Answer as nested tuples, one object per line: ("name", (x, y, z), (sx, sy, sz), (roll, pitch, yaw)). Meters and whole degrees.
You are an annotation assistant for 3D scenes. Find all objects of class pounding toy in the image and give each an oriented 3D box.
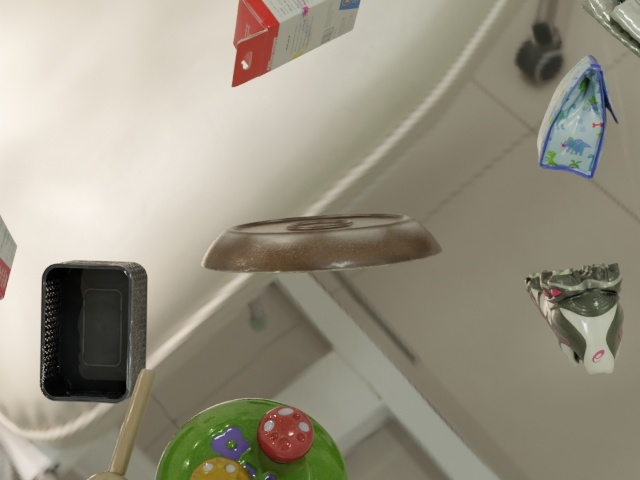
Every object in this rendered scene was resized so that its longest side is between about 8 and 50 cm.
("pounding toy", (-0.087, 0.202, 1.286), (0.236, 0.110, 0.183), (17, 59, 7))

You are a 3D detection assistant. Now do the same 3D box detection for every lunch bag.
("lunch bag", (0.356, -0.175, 1.955), (0.096, 0.129, 0.151), (12, 106, 3))

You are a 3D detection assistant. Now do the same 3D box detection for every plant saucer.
("plant saucer", (0.000, 0.000, 1.830), (0.310, 0.310, 0.050), (-3, 95, 18))

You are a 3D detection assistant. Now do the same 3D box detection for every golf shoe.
("golf shoe", (0.296, 0.087, 1.649), (0.105, 0.273, 0.120), (-9, 89, 8))

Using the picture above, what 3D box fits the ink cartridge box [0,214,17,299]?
("ink cartridge box", (-0.335, -0.023, 1.266), (0.063, 0.150, 0.109), (-20, 26, 6))

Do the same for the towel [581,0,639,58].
("towel", (0.561, -0.300, 1.970), (0.324, 0.056, 0.312), (44, 56, 15))

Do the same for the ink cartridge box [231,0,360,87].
("ink cartridge box", (-0.053, -0.337, 2.165), (0.231, 0.134, 0.078), (-29, 71, -21))

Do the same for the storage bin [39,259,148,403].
("storage bin", (-0.297, 0.118, 1.870), (0.122, 0.084, 0.180), (2, 92, 7))
